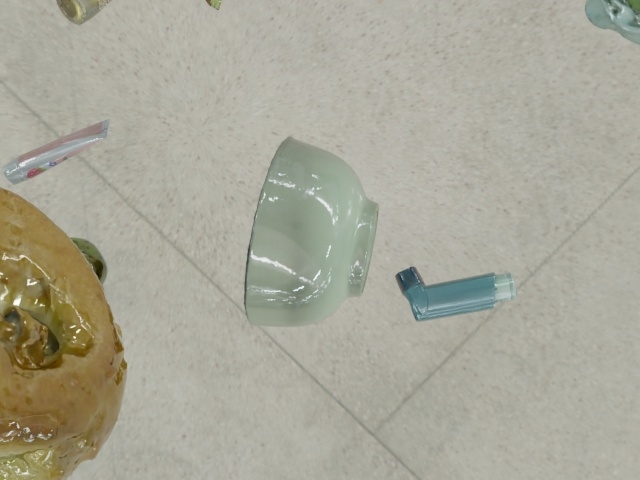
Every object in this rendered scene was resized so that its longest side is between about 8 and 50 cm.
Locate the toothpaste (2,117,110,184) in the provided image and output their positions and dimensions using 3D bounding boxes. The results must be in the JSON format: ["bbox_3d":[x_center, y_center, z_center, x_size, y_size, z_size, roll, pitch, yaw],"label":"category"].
[{"bbox_3d":[-0.443,-0.151,1.273,0.194,0.067,0.043,-23,126,9],"label":"toothpaste"}]

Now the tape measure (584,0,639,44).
[{"bbox_3d":[0.213,-0.177,0.361,0.200,0.106,0.175,-15,89,-1],"label":"tape measure"}]

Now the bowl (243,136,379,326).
[{"bbox_3d":[0.000,0.000,1.358,0.185,0.354,0.353,11,96,7],"label":"bowl"}]

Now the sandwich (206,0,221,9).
[{"bbox_3d":[-0.197,-0.462,1.360,0.031,0.044,0.083,6,99,-52],"label":"sandwich"}]

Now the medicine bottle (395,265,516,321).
[{"bbox_3d":[0.302,0.109,1.691,0.258,0.079,0.124,-9,75,8],"label":"medicine bottle"}]

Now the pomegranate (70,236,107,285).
[{"bbox_3d":[-0.409,0.060,1.227,0.115,0.142,0.114,11,54,-15],"label":"pomegranate"}]

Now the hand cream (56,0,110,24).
[{"bbox_3d":[-0.435,-0.514,1.529,0.203,0.084,0.084,-43,104,-35],"label":"hand cream"}]

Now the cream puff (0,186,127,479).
[{"bbox_3d":[-0.343,0.106,0.661,0.231,0.343,0.327,-37,92,22],"label":"cream puff"}]
